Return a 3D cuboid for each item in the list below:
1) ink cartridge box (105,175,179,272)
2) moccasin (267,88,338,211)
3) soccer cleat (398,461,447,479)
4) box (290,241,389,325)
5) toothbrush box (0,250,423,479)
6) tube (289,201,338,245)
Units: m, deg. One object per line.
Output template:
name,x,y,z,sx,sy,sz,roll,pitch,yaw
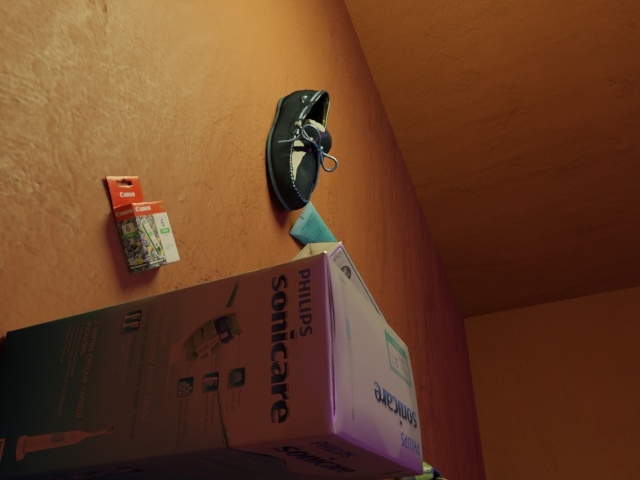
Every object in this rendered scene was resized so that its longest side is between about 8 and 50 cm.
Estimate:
ink cartridge box,-0.208,-0.024,0.632,0.063,0.029,0.115,-21,97,-71
moccasin,-0.035,-0.215,1.126,0.137,0.117,0.341,53,30,-49
soccer cleat,0.281,0.652,1.394,0.289,0.121,0.093,57,26,-43
box,0.026,0.165,0.924,0.169,0.087,0.290,-47,117,-33
toothbrush box,-0.085,0.139,0.454,0.216,0.296,0.126,48,33,-52
tube,0.000,0.000,1.172,0.080,0.052,0.207,-65,146,-17
